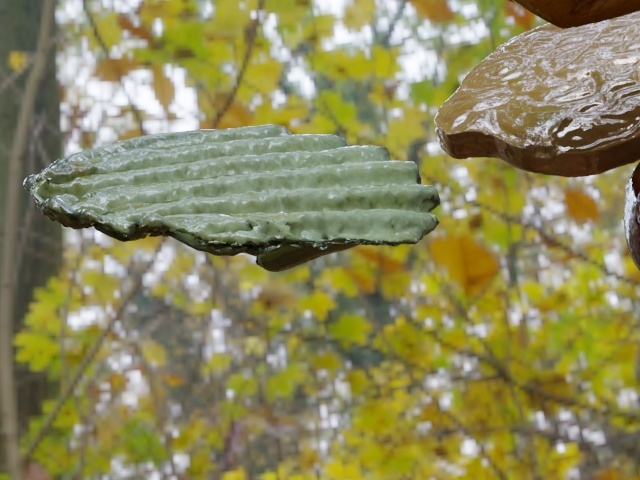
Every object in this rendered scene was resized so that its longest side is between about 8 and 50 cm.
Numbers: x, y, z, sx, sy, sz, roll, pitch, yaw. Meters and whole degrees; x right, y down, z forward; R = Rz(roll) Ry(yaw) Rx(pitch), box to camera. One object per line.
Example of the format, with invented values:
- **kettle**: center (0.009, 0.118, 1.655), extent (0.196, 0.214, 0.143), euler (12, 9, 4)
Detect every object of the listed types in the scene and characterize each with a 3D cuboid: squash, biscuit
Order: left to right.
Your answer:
- **squash**: center (0.000, 0.000, 2.135), extent (0.183, 0.052, 0.052), euler (-15, -37, 11)
- **biscuit**: center (0.352, -0.208, 2.086), extent (0.365, 0.385, 0.062), euler (12, -49, 42)

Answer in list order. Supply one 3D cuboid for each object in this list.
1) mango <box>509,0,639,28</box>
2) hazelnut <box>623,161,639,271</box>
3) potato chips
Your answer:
- **mango**: center (0.279, -0.347, 1.878), extent (0.350, 0.201, 0.199), euler (4, -23, -18)
- **hazelnut**: center (0.426, -0.022, 1.888), extent (0.178, 0.178, 0.204), euler (-20, -31, 17)
- **potato chips**: center (-0.096, -0.052, 1.701), extent (0.429, 0.358, 0.070), euler (-7, -70, -28)
